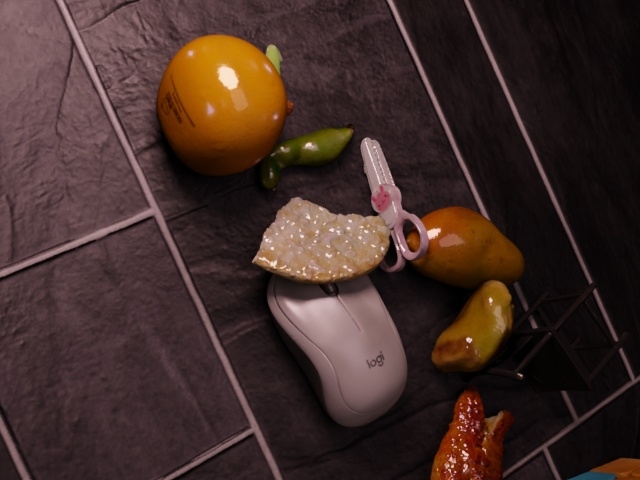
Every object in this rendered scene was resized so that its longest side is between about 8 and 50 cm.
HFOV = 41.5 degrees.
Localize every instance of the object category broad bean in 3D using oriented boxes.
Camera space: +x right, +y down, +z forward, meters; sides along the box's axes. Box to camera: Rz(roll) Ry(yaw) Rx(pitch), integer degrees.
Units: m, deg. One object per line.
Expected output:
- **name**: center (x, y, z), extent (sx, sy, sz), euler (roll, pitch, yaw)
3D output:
- **broad bean**: center (-0.019, -0.150, 1.424), extent (0.213, 0.048, 0.070), euler (-31, 94, -26)

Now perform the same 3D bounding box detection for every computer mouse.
- **computer mouse**: center (0.036, 0.154, 1.357), extent (0.184, 0.121, 0.297), euler (-23, 92, -26)

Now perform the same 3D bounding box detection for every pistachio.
- **pistachio**: center (0.274, 0.161, 1.459), extent (0.100, 0.110, 0.189), euler (36, 95, 24)

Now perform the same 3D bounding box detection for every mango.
- **mango**: center (0.263, 0.017, 1.492), extent (0.253, 0.113, 0.138), euler (15, 80, -28)

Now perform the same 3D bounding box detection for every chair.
- **chair**: center (0.404, 0.205, 1.506), extent (0.260, 0.154, 0.141), euler (-40, 98, -28)

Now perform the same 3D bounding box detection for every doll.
- **doll**: center (-0.125, -0.212, 1.307), extent (0.236, 0.213, 0.213), euler (-12, 86, -39)

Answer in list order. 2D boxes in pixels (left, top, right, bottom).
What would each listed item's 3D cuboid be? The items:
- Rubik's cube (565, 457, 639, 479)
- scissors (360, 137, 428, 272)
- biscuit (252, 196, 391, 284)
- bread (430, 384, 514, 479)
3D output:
- **Rubik's cube**: center (0.550, 0.554, 1.434), extent (0.291, 0.292, 0.290), euler (-11, 85, -28)
- **scissors**: center (0.115, -0.069, 1.456), extent (0.030, 0.118, 0.242), euler (0, 67, -39)
- **biscuit**: center (0.000, 0.000, 1.363), extent (0.265, 0.040, 0.188), euler (-12, 47, -32)
- **bread**: center (0.262, 0.382, 1.438), extent (0.139, 0.095, 0.269), euler (36, 63, -24)
